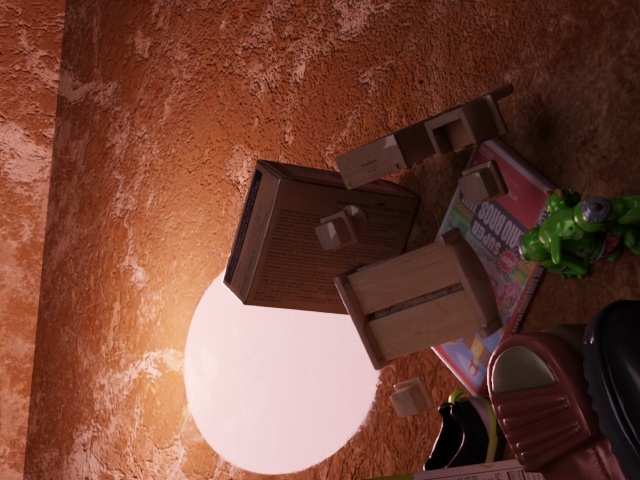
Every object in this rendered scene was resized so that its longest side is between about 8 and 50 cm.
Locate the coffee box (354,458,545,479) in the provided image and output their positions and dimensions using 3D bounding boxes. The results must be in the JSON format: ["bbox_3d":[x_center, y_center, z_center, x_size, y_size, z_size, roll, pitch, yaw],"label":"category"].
[{"bbox_3d":[0.112,0.468,1.422,0.338,0.334,0.338,103,157,-53],"label":"coffee box"}]

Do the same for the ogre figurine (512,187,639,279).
[{"bbox_3d":[0.303,-0.008,1.498,0.197,0.118,0.097,-5,80,58],"label":"ogre figurine"}]

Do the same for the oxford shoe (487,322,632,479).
[{"bbox_3d":[0.307,0.258,1.277,0.140,0.146,0.397,-31,78,49],"label":"oxford shoe"}]

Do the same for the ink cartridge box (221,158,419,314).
[{"bbox_3d":[0.000,0.000,1.883,0.088,0.234,0.193,38,115,54],"label":"ink cartridge box"}]

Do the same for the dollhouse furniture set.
[{"bbox_3d":[0.185,0.014,1.719,0.303,0.174,0.356,-21,95,42],"label":"dollhouse furniture set"}]

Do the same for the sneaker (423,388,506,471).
[{"bbox_3d":[0.163,0.301,1.680,0.084,0.097,0.235,11,93,59],"label":"sneaker"}]

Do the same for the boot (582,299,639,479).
[{"bbox_3d":[0.438,0.118,1.059,0.445,0.146,0.367,-49,58,48],"label":"boot"}]

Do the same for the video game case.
[{"bbox_3d":[0.212,0.030,1.732,0.204,0.025,0.285,50,125,51],"label":"video game case"}]
